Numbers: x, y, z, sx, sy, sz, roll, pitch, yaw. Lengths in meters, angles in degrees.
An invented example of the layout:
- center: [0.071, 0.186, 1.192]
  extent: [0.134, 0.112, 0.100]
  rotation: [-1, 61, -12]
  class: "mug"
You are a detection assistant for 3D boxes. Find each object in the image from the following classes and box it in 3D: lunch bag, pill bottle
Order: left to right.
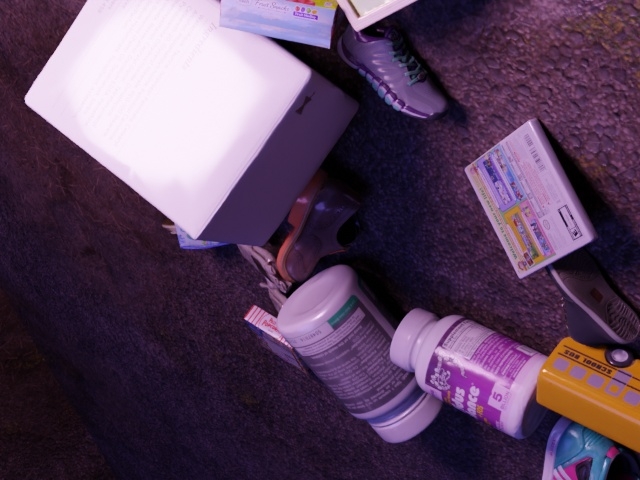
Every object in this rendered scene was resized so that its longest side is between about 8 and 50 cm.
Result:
- center: [-0.251, -0.053, 2.356]
  extent: [0.151, 0.096, 0.128]
  rotation: [1, 134, 11]
  class: "lunch bag"
- center: [0.091, 0.243, 2.171]
  extent: [0.361, 0.204, 0.204]
  rotation: [51, 148, -18]
  class: "pill bottle"
- center: [0.290, 0.245, 1.994]
  extent: [0.302, 0.169, 0.169]
  rotation: [24, 142, 30]
  class: "pill bottle"

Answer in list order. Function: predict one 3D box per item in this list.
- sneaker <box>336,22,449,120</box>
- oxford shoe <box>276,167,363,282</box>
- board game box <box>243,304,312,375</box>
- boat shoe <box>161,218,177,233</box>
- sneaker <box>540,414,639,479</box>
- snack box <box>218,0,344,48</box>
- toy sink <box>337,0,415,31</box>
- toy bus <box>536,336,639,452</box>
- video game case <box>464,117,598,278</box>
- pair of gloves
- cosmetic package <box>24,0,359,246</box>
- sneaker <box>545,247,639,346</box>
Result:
- center: [0.123, -0.287, 1.681]
  extent: [0.224, 0.083, 0.098]
  rotation: [39, 142, 13]
  class: "sneaker"
- center: [0.000, 0.000, 2.100]
  extent: [0.133, 0.130, 0.363]
  rotation: [26, 151, 6]
  class: "oxford shoe"
- center: [-0.093, 0.242, 2.489]
  extent: [0.147, 0.045, 0.193]
  rotation: [30, 163, 23]
  class: "board game box"
- center: [-0.323, -0.031, 2.498]
  extent: [0.153, 0.056, 0.048]
  rotation: [0, 122, 40]
  class: "boat shoe"
- center: [0.535, 0.477, 2.023]
  extent: [0.178, 0.124, 0.295]
  rotation: [33, 145, 37]
  class: "sneaker"
- center: [-0.047, -0.380, 1.597]
  extent: [0.175, 0.207, 0.070]
  rotation: [12, 123, 3]
  class: "snack box"
- center: [0.068, -0.446, 1.481]
  extent: [0.153, 0.131, 0.234]
  rotation: [-20, 111, 36]
  class: "toy sink"
- center: [0.549, 0.283, 1.774]
  extent: [0.333, 0.130, 0.108]
  rotation: [25, 142, 30]
  class: "toy bus"
- center: [0.336, -0.063, 1.672]
  extent: [0.212, 0.023, 0.193]
  rotation: [64, 149, 9]
  class: "video game case"
- center: [-0.099, 0.099, 2.334]
  extent: [0.204, 0.042, 0.240]
  rotation: [36, 157, 58]
  class: "pair of gloves"
- center: [-0.206, -0.235, 1.770]
  extent: [0.394, 0.327, 0.329]
  rotation: [38, -172, 14]
  class: "cosmetic package"
- center: [0.428, 0.097, 1.753]
  extent: [0.222, 0.083, 0.118]
  rotation: [51, 153, -2]
  class: "sneaker"
